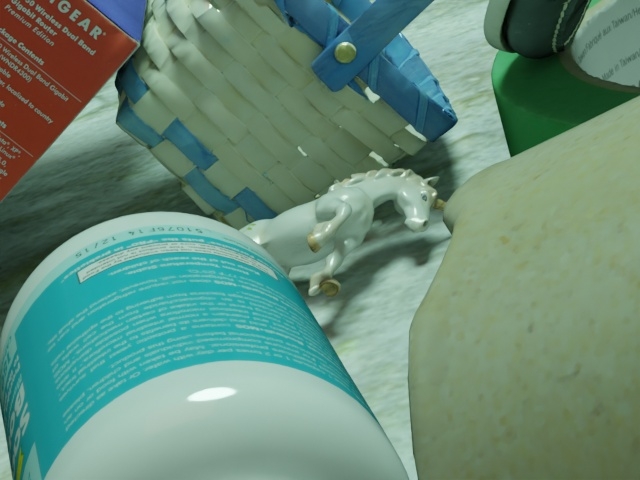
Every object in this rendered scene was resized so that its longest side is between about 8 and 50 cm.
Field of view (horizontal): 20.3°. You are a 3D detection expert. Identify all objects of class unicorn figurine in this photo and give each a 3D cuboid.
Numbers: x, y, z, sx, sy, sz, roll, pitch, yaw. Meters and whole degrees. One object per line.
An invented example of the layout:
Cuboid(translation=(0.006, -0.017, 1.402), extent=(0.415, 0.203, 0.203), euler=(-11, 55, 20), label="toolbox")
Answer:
Cuboid(translation=(0.000, 0.000, 0.996), extent=(0.161, 0.060, 0.111), euler=(-9, 25, 18), label="unicorn figurine")

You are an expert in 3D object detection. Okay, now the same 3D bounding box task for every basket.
Cuboid(translation=(0.011, -0.157, 1.114), extent=(0.289, 0.201, 0.255), euler=(-48, 18, 16), label="basket")

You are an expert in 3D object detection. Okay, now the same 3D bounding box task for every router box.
Cuboid(translation=(-0.235, -0.092, 1.159), extent=(0.301, 0.082, 0.335), euler=(-46, 18, 14), label="router box")

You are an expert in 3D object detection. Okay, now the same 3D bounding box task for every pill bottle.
Cuboid(translation=(-0.048, 0.094, 0.709), extent=(0.146, 0.146, 0.264), euler=(-20, 23, -6), label="pill bottle")

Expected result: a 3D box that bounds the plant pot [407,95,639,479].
Cuboid(translation=(0.204, 0.044, 0.484), extent=(0.305, 0.334, 0.334), euler=(-18, 20, 28), label="plant pot")

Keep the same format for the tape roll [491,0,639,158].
Cuboid(translation=(0.261, -0.100, 1.020), extent=(0.321, 0.077, 0.321), euler=(-15, 22, 6), label="tape roll")

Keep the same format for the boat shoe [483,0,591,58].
Cuboid(translation=(0.157, -0.169, 0.896), extent=(0.099, 0.319, 0.116), euler=(25, 67, 5), label="boat shoe")
